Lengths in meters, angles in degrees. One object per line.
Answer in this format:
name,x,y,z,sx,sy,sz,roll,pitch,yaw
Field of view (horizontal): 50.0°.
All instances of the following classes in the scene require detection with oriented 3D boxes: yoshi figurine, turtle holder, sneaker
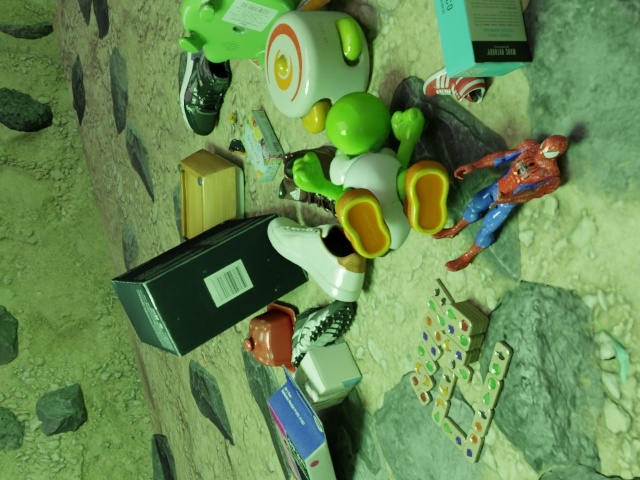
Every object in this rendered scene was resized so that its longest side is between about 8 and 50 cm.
yoshi figurine,0.073,-0.130,1.072,0.203,0.203,0.362,-61,17,16
turtle holder,-0.158,-0.491,1.422,0.320,0.243,0.228,83,-171,-76
sneaker,0.198,-0.223,1.016,0.118,0.042,0.067,-28,70,57
sneaker,0.000,0.000,1.389,0.290,0.105,0.123,37,120,41
sneaker,-0.293,-0.402,1.787,0.124,0.107,0.283,34,126,46
sneaker,-0.007,0.174,1.453,0.234,0.078,0.106,-56,37,43
sneaker,0.009,-0.068,1.272,0.281,0.162,0.106,58,144,36

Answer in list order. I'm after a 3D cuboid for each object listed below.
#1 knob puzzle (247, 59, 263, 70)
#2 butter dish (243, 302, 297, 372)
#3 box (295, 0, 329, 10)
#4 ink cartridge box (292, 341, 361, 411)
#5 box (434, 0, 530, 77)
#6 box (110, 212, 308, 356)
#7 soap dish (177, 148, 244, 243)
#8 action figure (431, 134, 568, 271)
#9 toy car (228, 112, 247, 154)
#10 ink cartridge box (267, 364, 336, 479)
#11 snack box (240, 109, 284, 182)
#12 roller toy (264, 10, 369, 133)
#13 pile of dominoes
knob puzzle,-0.156,-0.490,1.587,0.213,0.030,0.213,25,120,56
butter dish,-0.128,0.240,1.647,0.160,0.118,0.160,6,103,61
box,0.007,-0.463,1.262,0.136,0.028,0.081,-12,46,62
ink cartridge box,0.008,0.293,1.446,0.090,0.092,0.143,63,148,28
box,0.204,-0.345,0.915,0.060,0.100,0.244,-12,87,62
box,-0.262,0.093,1.587,0.312,0.343,0.179,-1,115,61
soap dish,-0.300,-0.084,1.865,0.229,0.118,0.291,32,126,53
action figure,0.219,-0.051,0.938,0.280,0.139,0.092,-52,53,49
toy car,-0.200,-0.267,1.741,0.040,0.060,0.122,46,-142,-60
ink cartridge box,-0.033,0.447,1.474,0.176,0.069,0.371,48,155,44
snack box,-0.140,-0.223,1.623,0.141,0.037,0.100,65,149,27
roller toy,-0.015,-0.320,1.263,0.191,0.146,0.209,47,137,46
pile of dominoes,0.208,0.213,1.122,0.196,0.040,0.251,43,133,48
